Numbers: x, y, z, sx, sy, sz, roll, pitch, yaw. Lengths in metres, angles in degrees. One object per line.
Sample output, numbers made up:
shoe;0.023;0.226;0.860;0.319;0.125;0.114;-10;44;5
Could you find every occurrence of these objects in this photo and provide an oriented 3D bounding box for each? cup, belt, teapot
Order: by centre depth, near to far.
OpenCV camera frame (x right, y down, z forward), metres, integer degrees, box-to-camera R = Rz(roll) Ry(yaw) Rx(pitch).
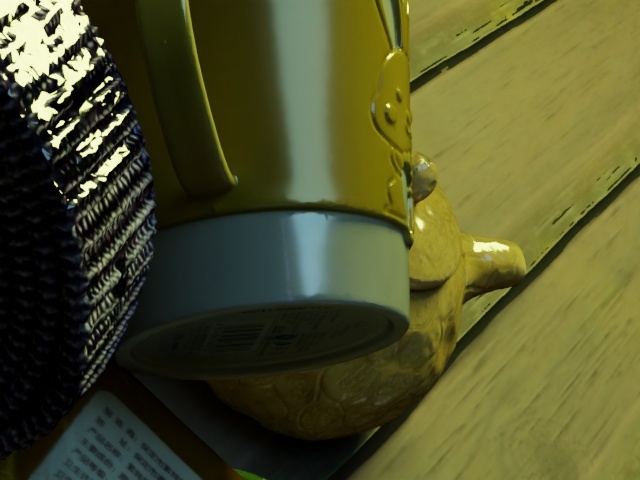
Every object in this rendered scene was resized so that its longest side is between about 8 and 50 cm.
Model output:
belt;-0.222;-0.042;0.819;0.325;0.260;0.122;38;30;-5
cup;-0.046;-0.062;0.924;0.241;0.185;0.226;49;33;-71
teapot;0.000;0.000;1.132;0.311;0.167;0.203;13;46;-41

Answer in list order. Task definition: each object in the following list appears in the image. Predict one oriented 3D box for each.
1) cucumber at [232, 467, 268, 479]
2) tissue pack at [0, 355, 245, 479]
cucumber;0.006;0.183;1.061;0.168;0.039;0.039;42;32;-4
tissue pack;-0.087;0.172;0.912;0.226;0.092;0.183;43;32;-5
